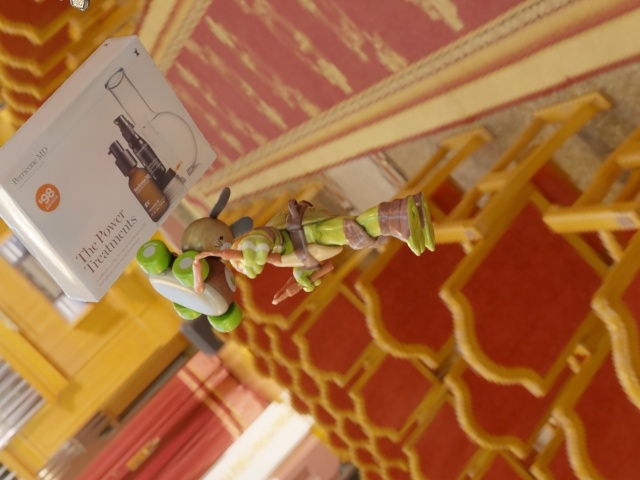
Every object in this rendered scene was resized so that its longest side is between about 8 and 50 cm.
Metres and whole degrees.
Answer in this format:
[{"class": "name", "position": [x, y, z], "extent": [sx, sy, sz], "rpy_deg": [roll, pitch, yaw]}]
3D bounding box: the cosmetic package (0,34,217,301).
[{"class": "cosmetic package", "position": [-0.376, -0.127, 1.829], "extent": [0.097, 0.377, 0.284], "rpy_deg": [1, 136, 43]}]

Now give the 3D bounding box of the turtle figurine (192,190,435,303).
[{"class": "turtle figurine", "position": [0.000, 0.000, 1.055], "extent": [0.269, 0.217, 0.087], "rpy_deg": [30, -130, -70]}]

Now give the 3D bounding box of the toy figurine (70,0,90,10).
[{"class": "toy figurine", "position": [-0.190, -0.329, 0.927], "extent": [0.209, 0.148, 0.213], "rpy_deg": [-3, 134, 48]}]

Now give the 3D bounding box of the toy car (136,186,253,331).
[{"class": "toy car", "position": [-0.167, 0.017, 1.654], "extent": [0.149, 0.188, 0.155], "rpy_deg": [15, 151, 34]}]
